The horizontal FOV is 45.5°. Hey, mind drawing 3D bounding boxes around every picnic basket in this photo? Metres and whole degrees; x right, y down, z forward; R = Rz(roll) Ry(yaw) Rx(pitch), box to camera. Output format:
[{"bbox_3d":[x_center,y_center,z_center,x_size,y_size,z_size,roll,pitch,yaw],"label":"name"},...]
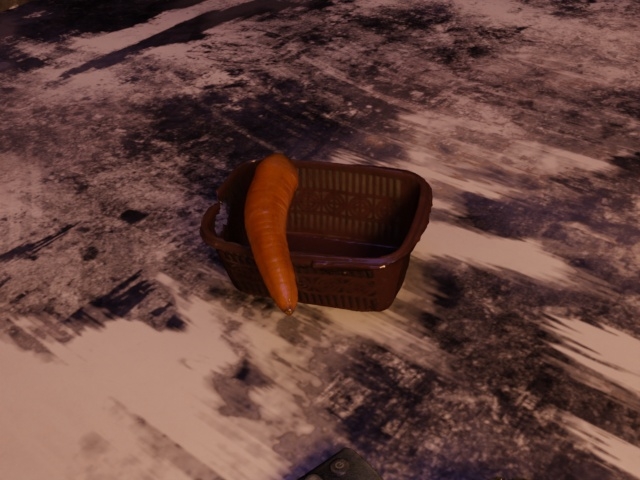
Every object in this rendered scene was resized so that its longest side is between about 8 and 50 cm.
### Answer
[{"bbox_3d":[0.000,0.000,1.044,0.296,0.129,0.223,7,39,16],"label":"picnic basket"}]

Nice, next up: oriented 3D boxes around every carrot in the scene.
[{"bbox_3d":[-0.061,-0.016,0.932,0.062,0.066,0.271,-38,32,32],"label":"carrot"}]

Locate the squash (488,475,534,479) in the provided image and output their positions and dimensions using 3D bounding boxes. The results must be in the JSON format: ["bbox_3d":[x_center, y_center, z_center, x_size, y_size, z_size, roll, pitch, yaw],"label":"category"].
[{"bbox_3d":[0.153,0.302,0.633,0.123,0.123,0.187,8,37,16],"label":"squash"}]

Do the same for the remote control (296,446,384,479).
[{"bbox_3d":[-0.088,0.319,0.686,0.377,0.044,0.107,-26,52,-29],"label":"remote control"}]
